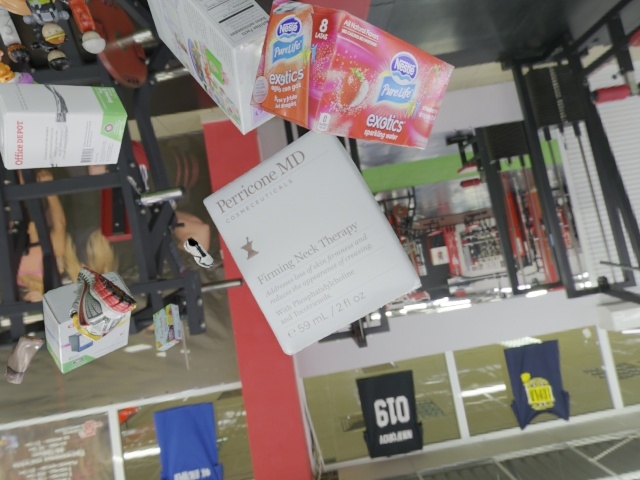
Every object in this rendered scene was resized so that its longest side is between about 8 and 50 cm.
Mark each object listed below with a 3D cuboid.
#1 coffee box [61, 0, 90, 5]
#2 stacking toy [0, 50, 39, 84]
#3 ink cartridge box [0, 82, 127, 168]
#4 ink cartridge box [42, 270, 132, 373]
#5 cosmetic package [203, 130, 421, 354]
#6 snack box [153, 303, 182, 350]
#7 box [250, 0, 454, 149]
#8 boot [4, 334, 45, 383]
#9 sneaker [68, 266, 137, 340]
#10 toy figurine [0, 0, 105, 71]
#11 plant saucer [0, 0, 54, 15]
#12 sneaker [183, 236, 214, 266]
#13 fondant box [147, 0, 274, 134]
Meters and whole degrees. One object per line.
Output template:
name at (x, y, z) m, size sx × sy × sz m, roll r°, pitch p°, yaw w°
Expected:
coffee box at (-0.836, -0.854, 1.282) m, size 0.298 × 0.168 × 0.119 m, roll 21°, pitch 148°, yaw -22°
stacking toy at (-0.852, -0.412, 1.223) m, size 0.175 × 0.165 × 0.301 m, roll -32°, pitch 141°, yaw -9°
ink cartridge box at (-0.684, -0.299, 1.132) m, size 0.273 × 0.114 × 0.198 m, roll -13°, pitch 154°, yaw -42°
ink cartridge box at (-0.528, 0.185, 0.975) m, size 0.154 × 0.093 × 0.212 m, roll -23°, pitch 149°, yaw -43°
cosmetic package at (0.000, 0.000, 1.041) m, size 0.330 × 0.393 × 0.327 m, roll -31°, pitch 174°, yaw 10°
snack box at (-0.559, 0.316, 1.562) m, size 0.100 × 0.141 × 0.037 m, roll -33°, pitch 147°, yaw 21°
box at (0.051, -0.207, 0.569) m, size 0.123 × 0.128 × 0.257 m, roll 31°, pitch -156°, yaw 36°
boot at (-0.557, 0.223, 0.803) m, size 0.042 × 0.086 × 0.119 m, roll 23°, pitch 158°, yaw -37°
sneaker at (-0.398, 0.108, 0.743) m, size 0.088 × 0.092 × 0.225 m, roll 44°, pitch 161°, yaw -27°
toy figurine at (-0.720, -0.552, 1.140) m, size 0.213 × 0.148 × 0.209 m, roll -15°, pitch -165°, yaw 15°
plant saucer at (-0.811, -0.710, 1.139) m, size 0.037 × 0.199 × 0.200 m, roll -1°, pitch -178°, yaw 40°
sneaker at (-0.350, 0.034, 1.233) m, size 0.040 × 0.109 × 0.043 m, roll -48°, pitch 178°, yaw -35°
fondant box at (-0.216, -0.405, 0.831) m, size 0.096 × 0.330 × 0.238 m, roll -35°, pitch 167°, yaw -17°
